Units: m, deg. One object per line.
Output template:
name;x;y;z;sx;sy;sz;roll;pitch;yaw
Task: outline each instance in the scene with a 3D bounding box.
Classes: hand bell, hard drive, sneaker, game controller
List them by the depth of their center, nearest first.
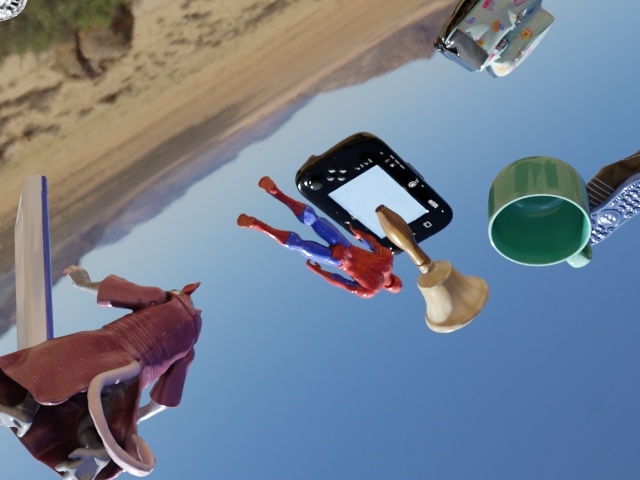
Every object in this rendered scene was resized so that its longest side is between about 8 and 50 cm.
hard drive;-0.470;0.083;1.547;0.040;0.318;0.210;1;154;-22
hand bell;0.167;0.028;1.581;0.126;0.242;0.126;-31;-152;18
sneaker;0.469;-0.066;1.581;0.232;0.081;0.090;-35;-152;38
game controller;0.098;-0.073;1.626;0.166;0.319;0.067;-23;-127;26

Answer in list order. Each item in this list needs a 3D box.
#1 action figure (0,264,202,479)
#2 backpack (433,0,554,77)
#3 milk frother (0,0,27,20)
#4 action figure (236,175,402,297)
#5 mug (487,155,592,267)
action figure;-0.267;0.145;1.295;0.276;0.248;0.370;-21;-165;43
backpack;0.286;-0.353;1.496;0.188;0.144;0.166;-58;180;7
milk frother;-0.391;-0.363;1.125;0.143;0.134;0.129;-27;148;23
action figure;0.000;0.000;1.363;0.091;0.280;0.139;-59;-151;-1
mug;0.285;-0.037;1.236;0.130;0.157;0.097;-5;-135;13
